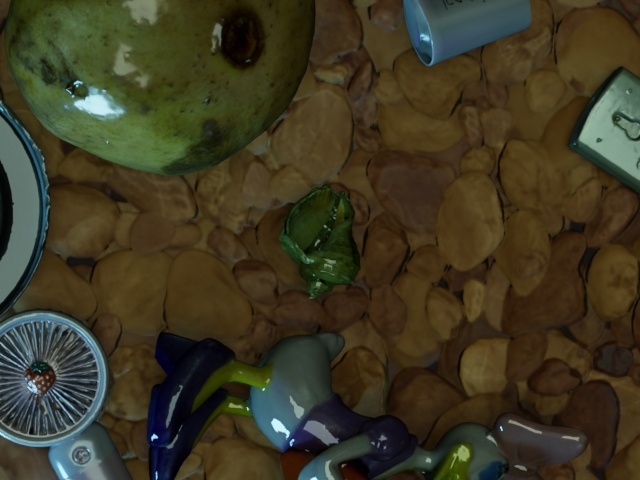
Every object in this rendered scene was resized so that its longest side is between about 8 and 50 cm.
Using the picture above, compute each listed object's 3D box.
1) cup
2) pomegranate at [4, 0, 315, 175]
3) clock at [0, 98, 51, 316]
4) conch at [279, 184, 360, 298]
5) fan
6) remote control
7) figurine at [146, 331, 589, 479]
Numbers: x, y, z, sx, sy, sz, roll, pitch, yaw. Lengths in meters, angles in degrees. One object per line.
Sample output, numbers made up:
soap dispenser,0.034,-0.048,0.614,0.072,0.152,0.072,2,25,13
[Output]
cup,0.137,-0.234,1.697,0.116,0.074,0.104,-19,66,-10
pomegranate,-0.143,-0.195,1.558,0.281,0.281,0.281,0,92,-8
clock,-0.394,-0.030,1.635,0.281,0.055,0.280,0,92,-8
conch,0.000,0.000,1.678,0.089,0.074,0.121,30,64,-41
fan,-0.240,0.179,1.654,0.130,0.074,0.244,-29,96,-6
remote control,0.367,-0.075,1.744,0.233,0.038,0.098,33,87,-7
figurine,0.033,0.191,1.662,0.421,0.154,0.193,21,55,0
